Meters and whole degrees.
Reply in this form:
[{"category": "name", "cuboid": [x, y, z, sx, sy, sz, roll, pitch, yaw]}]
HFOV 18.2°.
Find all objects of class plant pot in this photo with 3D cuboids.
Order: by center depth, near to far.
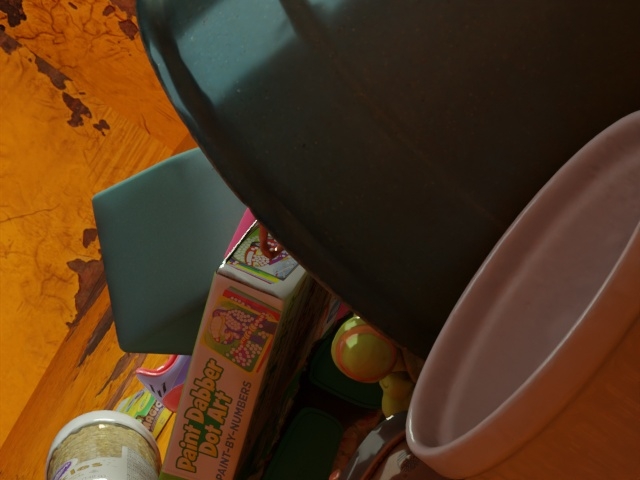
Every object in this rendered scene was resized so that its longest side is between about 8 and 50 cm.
[{"category": "plant pot", "cuboid": [0.128, -0.148, 1.169, 0.334, 0.341, 0.341, -43, 13, 18]}, {"category": "plant pot", "cuboid": [-0.074, -0.006, 1.920, 0.234, 0.165, 0.165, -30, 65, 41]}]

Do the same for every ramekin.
[{"category": "ramekin", "cuboid": [0.145, 0.049, 0.974, 0.207, 0.109, 0.207, -52, 10, 13]}]

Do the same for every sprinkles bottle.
[{"category": "sprinkles bottle", "cuboid": [-0.208, 0.261, 1.918, 0.121, 0.121, 0.355, -54, 10, 4]}]

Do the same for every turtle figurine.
[{"category": "turtle figurine", "cuboid": [0.048, 0.040, 1.279, 0.087, 0.270, 0.217, -18, 6, 20]}]

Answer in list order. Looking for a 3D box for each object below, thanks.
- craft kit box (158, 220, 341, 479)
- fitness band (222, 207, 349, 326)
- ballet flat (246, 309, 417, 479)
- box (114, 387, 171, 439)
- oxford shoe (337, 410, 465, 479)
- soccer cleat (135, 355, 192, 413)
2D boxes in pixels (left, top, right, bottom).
[{"category": "craft kit box", "cuboid": [-0.036, 0.068, 1.410, 0.247, 0.061, 0.250, -53, -17, -54]}, {"category": "fitness band", "cuboid": [0.000, 0.000, 1.691, 0.291, 0.054, 0.209, -63, 29, 13]}, {"category": "ballet flat", "cuboid": [0.014, 0.131, 1.425, 0.241, 0.091, 0.077, -54, -16, -22]}, {"category": "box", "cuboid": [-0.224, 0.227, 2.346, 0.105, 0.043, 0.179, -58, 8, -19]}, {"category": "oxford shoe", "cuboid": [0.023, 0.207, 1.164, 0.076, 0.076, 0.212, 40, 109, 41]}, {"category": "soccer cleat", "cuboid": [-0.092, 0.071, 2.078, 0.248, 0.095, 0.083, -56, 10, -8]}]
